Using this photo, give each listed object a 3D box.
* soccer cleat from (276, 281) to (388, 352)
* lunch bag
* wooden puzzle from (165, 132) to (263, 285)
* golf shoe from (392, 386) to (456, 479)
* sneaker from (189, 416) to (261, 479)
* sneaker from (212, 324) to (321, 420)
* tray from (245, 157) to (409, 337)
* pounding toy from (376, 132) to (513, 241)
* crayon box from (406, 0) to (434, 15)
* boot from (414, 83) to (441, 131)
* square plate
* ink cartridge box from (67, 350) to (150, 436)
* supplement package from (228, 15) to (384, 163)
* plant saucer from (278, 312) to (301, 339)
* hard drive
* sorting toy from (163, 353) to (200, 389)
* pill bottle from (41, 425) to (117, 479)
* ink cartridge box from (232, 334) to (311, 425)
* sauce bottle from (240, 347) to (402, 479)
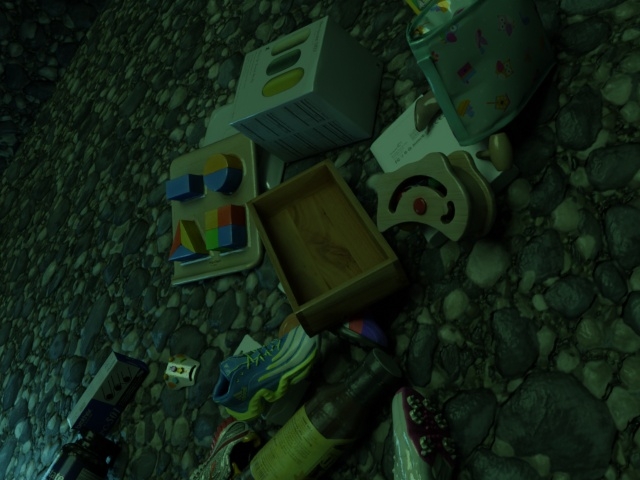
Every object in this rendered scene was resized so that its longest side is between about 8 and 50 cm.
[{"bbox_3d":[0.033,0.112,1.498,0.116,0.109,0.318,-56,37,-3],"label":"soccer cleat"},{"bbox_3d":[0.266,-0.318,1.361,0.160,0.223,0.262,6,46,49],"label":"lunch bag"},{"bbox_3d":[-0.274,-0.081,1.902,0.322,0.080,0.347,-13,72,42],"label":"wooden puzzle"},{"bbox_3d":[0.146,0.373,1.213,0.140,0.115,0.306,-40,42,27],"label":"golf shoe"},{"bbox_3d":[-0.190,0.457,1.530,0.093,0.088,0.225,15,78,48],"label":"sneaker"},{"bbox_3d":[-0.105,0.234,1.450,0.240,0.126,0.091,-51,43,10],"label":"sneaker"},{"bbox_3d":[0.000,0.000,1.529,0.203,0.076,0.411,-28,36,-1],"label":"tray"},{"bbox_3d":[0.236,-0.073,1.359,0.269,0.155,0.154,-20,81,49],"label":"pounding toy"},{"bbox_3d":[0.268,-0.532,1.661,0.165,0.081,0.278,-43,42,19],"label":"crayon box"},{"bbox_3d":[0.229,-0.268,1.510,0.087,0.042,0.118,-8,61,41],"label":"boot"},{"bbox_3d":[-0.208,-0.239,2.008,0.347,0.049,0.344,-11,60,42],"label":"square plate"},{"bbox_3d":[-0.515,0.375,1.914,0.207,0.097,0.046,-55,39,7],"label":"ink cartridge box"},{"bbox_3d":[-0.031,-0.327,1.757,0.263,0.198,0.199,-12,58,42],"label":"supplement package"},{"bbox_3d":[-0.056,0.185,1.614,0.083,0.013,0.083,-26,50,35],"label":"plant saucer"},{"bbox_3d":[0.225,-0.155,1.506,0.203,0.040,0.307,-44,42,18],"label":"hard drive"},{"bbox_3d":[-0.311,0.299,1.799,0.075,0.045,0.083,4,69,27],"label":"sorting toy"},{"bbox_3d":[-0.573,0.550,1.833,0.123,0.123,0.219,4,57,47],"label":"pill bottle"},{"bbox_3d":[-0.110,0.275,1.575,0.181,0.062,0.104,33,92,49],"label":"ink cartridge box"},{"bbox_3d":[0.004,0.332,1.383,0.344,0.111,0.111,-48,41,15],"label":"sauce bottle"}]
